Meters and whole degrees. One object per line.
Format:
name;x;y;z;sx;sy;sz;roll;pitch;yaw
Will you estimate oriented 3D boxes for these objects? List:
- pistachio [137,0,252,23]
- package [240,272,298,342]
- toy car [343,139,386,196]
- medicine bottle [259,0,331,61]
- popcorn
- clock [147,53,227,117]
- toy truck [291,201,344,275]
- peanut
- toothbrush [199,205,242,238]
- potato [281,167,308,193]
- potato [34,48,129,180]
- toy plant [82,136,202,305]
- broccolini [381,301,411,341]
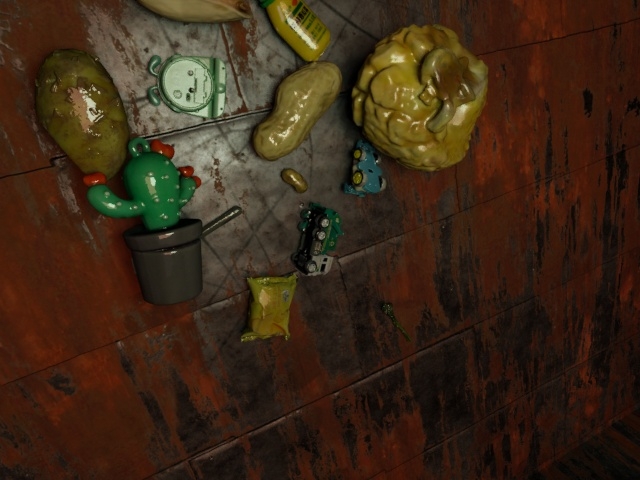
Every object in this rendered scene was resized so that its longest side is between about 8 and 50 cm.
pistachio;-0.291;-0.586;0.922;0.300;0.187;0.187;3;104;-20
package;-0.155;0.210;1.263;0.169;0.090;0.226;2;102;-25
toy car;0.123;-0.216;1.267;0.126;0.098;0.161;3;75;-50
medicine bottle;-0.103;-0.601;1.057;0.309;0.076;0.111;38;75;-25
popcorn;0.271;-0.392;1.144;0.390;0.354;0.344;79;29;-54
clock;-0.332;-0.388;1.033;0.189;0.060;0.148;-2;106;-21
toy truck;0.000;0.000;1.260;0.116;0.110;0.215;6;103;-35
peanut;-0.070;-0.357;1.111;0.148;0.147;0.318;40;91;-27
toothbrush;-0.346;-0.009;1.156;0.297;0.030;0.030;-35;141;-11
potato;-0.073;-0.177;1.210;0.092;0.046;0.045;39;124;-17
potato;-0.536;-0.275;0.937;0.176;0.141;0.297;-10;108;-10
toy plant;-0.399;-0.049;1.007;0.280;0.185;0.399;-12;107;-29
broccolini;0.280;0.305;1.499;0.044;0.042;0.218;-37;117;-8
